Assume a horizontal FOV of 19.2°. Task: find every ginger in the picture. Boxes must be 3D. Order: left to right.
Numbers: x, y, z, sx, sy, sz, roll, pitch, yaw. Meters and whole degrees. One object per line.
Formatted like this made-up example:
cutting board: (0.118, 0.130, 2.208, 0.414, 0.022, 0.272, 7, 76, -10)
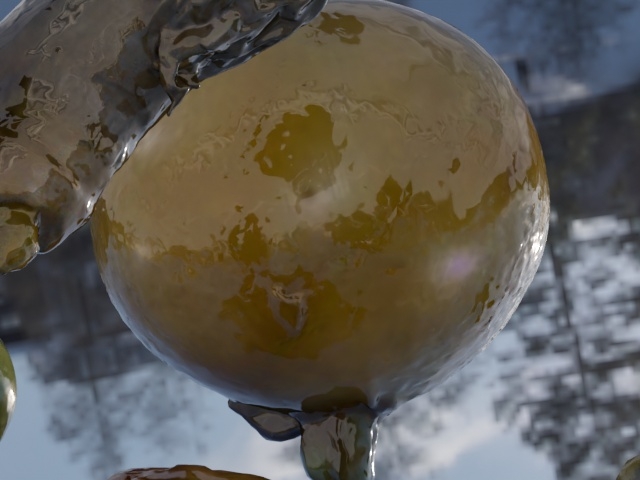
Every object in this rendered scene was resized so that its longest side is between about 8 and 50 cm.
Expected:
ginger: (-0.046, -0.116, 0.789, 0.333, 0.080, 0.166, -44, -136, -1)

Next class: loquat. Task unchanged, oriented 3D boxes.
loquat: (0.000, 0.000, 1.332, 0.328, 0.359, 0.328, -3, 168, -1)

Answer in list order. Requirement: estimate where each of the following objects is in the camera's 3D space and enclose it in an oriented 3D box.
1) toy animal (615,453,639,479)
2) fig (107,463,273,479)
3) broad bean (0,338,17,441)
toy animal: (0.177, 0.179, 0.668, 0.195, 0.281, 0.169, -34, -165, -1)
fig: (-0.061, 0.312, 1.042, 0.286, 0.286, 0.368, -9, -132, 5)
broad bean: (-0.231, 0.067, 0.953, 0.124, 0.174, 0.082, -49, -146, -13)
